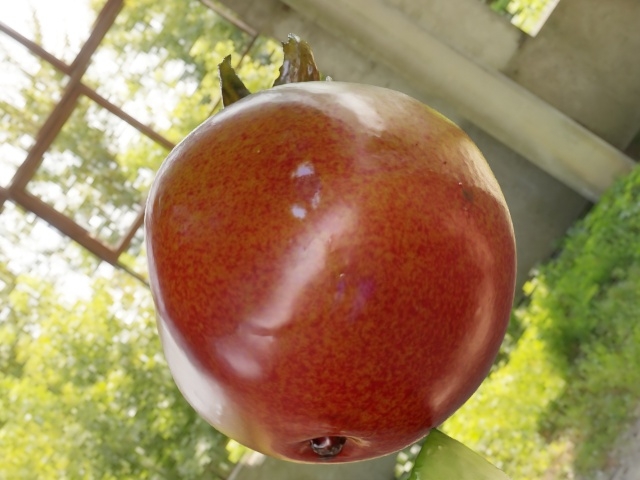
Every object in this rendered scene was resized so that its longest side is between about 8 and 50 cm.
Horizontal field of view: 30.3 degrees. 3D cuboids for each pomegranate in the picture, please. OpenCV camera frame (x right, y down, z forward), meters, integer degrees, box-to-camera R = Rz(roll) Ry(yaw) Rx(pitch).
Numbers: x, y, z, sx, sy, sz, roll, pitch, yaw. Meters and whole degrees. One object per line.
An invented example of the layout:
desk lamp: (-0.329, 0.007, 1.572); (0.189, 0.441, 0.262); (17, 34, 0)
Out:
pomegranate: (0.000, 0.000, 0.683); (0.221, 0.256, 0.221); (-14, -24, -6)

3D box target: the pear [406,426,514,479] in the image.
pear: (0.054, 0.264, 0.548); (0.239, 0.139, 0.288); (-22, -54, -66)
